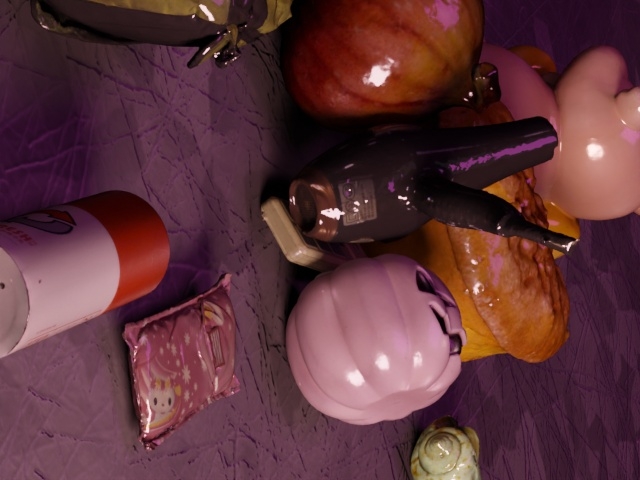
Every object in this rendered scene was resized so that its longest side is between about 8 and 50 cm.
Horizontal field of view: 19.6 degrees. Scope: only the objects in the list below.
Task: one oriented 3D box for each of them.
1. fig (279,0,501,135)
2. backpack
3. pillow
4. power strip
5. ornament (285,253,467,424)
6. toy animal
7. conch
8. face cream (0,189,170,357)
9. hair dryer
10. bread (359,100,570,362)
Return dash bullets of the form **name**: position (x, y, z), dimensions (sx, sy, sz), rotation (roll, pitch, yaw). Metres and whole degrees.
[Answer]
- **fig**: position (0.071, -0.204, 1.919), dimensions (0.214, 0.235, 0.235), rotation (46, 37, -16)
- **backpack**: position (-0.125, -0.221, 1.570), dimensions (0.253, 0.207, 0.140), rotation (-5, 108, -72)
- **pillow**: position (-0.122, 0.105, 1.635), dimensions (0.185, 0.043, 0.118), rotation (-24, 108, -60)
- **power strip**: position (0.000, 0.000, 1.898), dimensions (0.076, 0.028, 0.169), rotation (59, 19, 23)
- **ornament**: position (0.052, 0.092, 1.840), dimensions (0.177, 0.177, 0.177), rotation (32, 53, -56)
- **toy animal**: position (0.320, -0.162, 2.376), dimensions (0.345, 0.247, 0.277), rotation (52, 36, -43)
- **conch**: position (0.150, 0.260, 2.092), dimensions (0.170, 0.079, 0.106), rotation (71, 29, -51)
- **face cream**: position (-0.207, 0.022, 1.431), dimensions (0.214, 0.096, 0.096), rotation (-24, 102, -63)
- **hair dryer**: position (0.166, -0.039, 1.771), dimensions (0.303, 0.359, 0.120), rotation (-12, 110, -26)
- **bread**: position (0.141, -0.003, 2.038), dimensions (0.179, 0.194, 0.340), rotation (-32, 108, -56)
